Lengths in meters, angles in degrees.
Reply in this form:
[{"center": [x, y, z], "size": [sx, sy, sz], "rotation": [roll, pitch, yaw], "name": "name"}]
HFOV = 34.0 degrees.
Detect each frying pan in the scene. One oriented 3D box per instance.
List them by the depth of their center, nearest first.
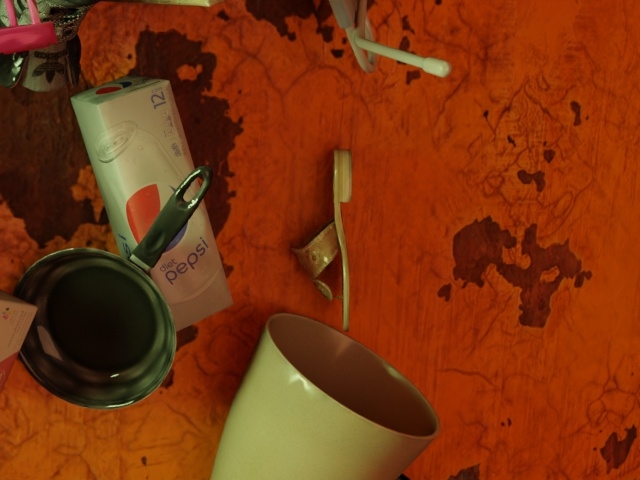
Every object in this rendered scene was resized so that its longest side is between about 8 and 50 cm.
[{"center": [-0.240, 0.040, 1.167], "size": [0.197, 0.053, 0.326], "rotation": [16, 109, 3], "name": "frying pan"}]

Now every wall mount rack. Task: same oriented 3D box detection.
[{"center": [0.051, -0.333, 1.185], "size": [0.130, 0.304, 0.350], "rotation": [-16, 127, 15], "name": "wall mount rack"}]

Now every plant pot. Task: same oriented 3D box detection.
[{"center": [-0.030, 0.275, 1.331], "size": [0.256, 0.256, 0.274], "rotation": [24, 105, -34], "name": "plant pot"}]

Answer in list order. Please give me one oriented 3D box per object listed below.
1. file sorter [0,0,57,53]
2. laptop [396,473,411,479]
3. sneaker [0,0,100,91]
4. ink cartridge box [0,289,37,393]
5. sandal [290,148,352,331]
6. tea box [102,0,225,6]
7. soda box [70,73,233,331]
[{"center": [-0.393, -0.245, 0.928], "size": [0.202, 0.290, 0.182], "rotation": [-18, 107, -28], "name": "file sorter"}, {"center": [0.044, 0.435, 1.533], "size": [0.264, 0.136, 0.234], "rotation": [39, 78, -7], "name": "laptop"}, {"center": [-0.261, -0.219, 1.033], "size": [0.101, 0.268, 0.153], "rotation": [-5, 109, -29], "name": "sneaker"}, {"center": [-0.391, 0.100, 1.080], "size": [0.115, 0.067, 0.198], "rotation": [-68, 160, -1], "name": "ink cartridge box"}, {"center": [0.000, 0.000, 1.380], "size": [0.079, 0.088, 0.240], "rotation": [1, 95, -1], "name": "sandal"}, {"center": [-0.139, -0.416, 1.024], "size": [0.220, 0.329, 0.324], "rotation": [-27, 116, -24], "name": "tea box"}, {"center": [-0.194, -0.043, 1.216], "size": [0.091, 0.098, 0.286], "rotation": [-24, 114, -26], "name": "soda box"}]
